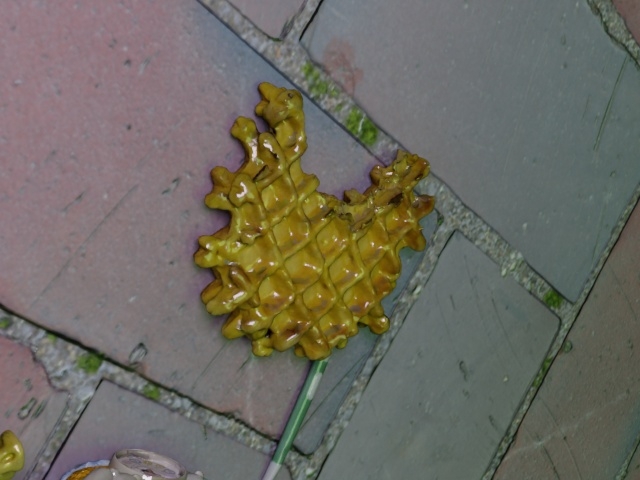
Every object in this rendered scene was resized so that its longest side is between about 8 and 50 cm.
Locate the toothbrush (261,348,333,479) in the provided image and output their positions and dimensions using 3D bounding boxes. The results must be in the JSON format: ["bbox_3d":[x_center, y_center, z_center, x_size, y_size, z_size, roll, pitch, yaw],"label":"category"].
[{"bbox_3d":[-0.040,0.221,1.199,0.018,0.024,0.257,26,86,-44],"label":"toothbrush"}]

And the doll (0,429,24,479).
[{"bbox_3d":[-0.361,0.235,0.844,0.293,0.119,0.138,-31,167,-35],"label":"doll"}]

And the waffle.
[{"bbox_3d":[0.000,0.000,1.116,0.293,0.069,0.259,16,92,-44],"label":"waffle"}]

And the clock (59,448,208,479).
[{"bbox_3d":[-0.160,0.261,1.014,0.231,0.144,0.103,9,98,-44],"label":"clock"}]
